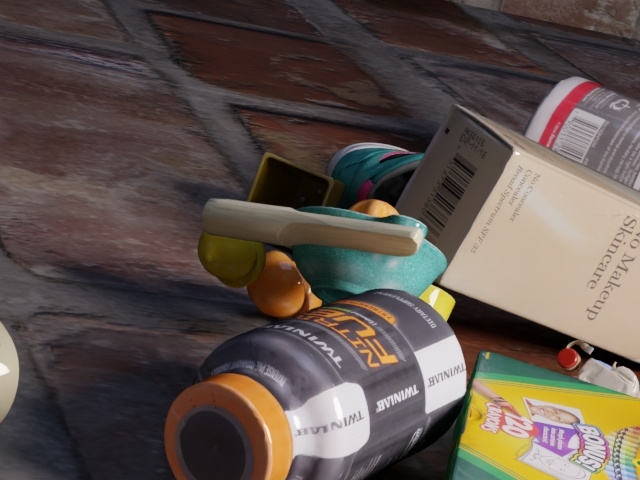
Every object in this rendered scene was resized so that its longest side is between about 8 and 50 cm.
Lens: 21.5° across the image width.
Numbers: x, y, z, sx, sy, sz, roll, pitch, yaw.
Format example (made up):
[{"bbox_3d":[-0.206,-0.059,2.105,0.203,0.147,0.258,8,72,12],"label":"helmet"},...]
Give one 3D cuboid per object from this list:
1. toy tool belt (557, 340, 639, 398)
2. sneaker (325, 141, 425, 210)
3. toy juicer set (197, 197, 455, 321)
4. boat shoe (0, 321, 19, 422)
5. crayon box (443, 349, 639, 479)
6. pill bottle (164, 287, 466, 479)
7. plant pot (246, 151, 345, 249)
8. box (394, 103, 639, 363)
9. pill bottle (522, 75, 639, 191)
[{"bbox_3d":[0.252,0.130,1.512,0.083,0.052,0.051,33,-7,33],"label":"toy tool belt"},{"bbox_3d":[0.161,-0.038,1.773,0.295,0.124,0.178,5,15,-9],"label":"sneaker"},{"bbox_3d":[0.000,0.000,1.368,0.209,0.089,0.329,15,-16,11],"label":"toy juicer set"},{"bbox_3d":[-0.334,0.032,1.192,0.103,0.113,0.302,4,22,-47],"label":"boat shoe"},{"bbox_3d":[0.173,0.184,1.222,0.165,0.081,0.278,17,18,4],"label":"crayon box"},{"bbox_3d":[-0.005,0.117,1.192,0.130,0.130,0.245,25,21,26],"label":"pill bottle"},{"bbox_3d":[-0.020,-0.038,1.709,0.081,0.081,0.083,23,9,19],"label":"plant pot"},{"bbox_3d":[0.232,0.004,1.582,0.311,0.148,0.121,20,14,-32],"label":"box"},{"bbox_3d":[0.396,-0.057,1.948,0.318,0.176,0.176,26,21,27],"label":"pill bottle"}]
